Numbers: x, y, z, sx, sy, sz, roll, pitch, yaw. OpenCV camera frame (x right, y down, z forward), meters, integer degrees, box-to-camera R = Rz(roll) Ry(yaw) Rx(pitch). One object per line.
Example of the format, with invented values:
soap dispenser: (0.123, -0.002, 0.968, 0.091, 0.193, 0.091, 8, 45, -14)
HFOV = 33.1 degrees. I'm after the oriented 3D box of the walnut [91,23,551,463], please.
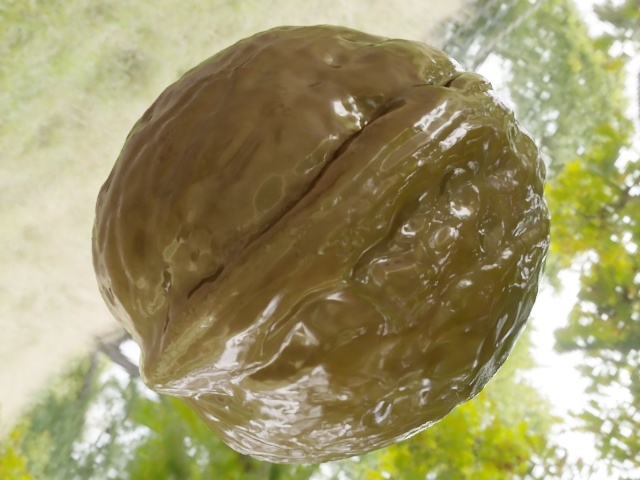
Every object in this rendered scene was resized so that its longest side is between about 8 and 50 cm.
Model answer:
walnut: (0.000, 0.000, 0.768, 0.332, 0.333, 0.333, -57, -169, 17)
